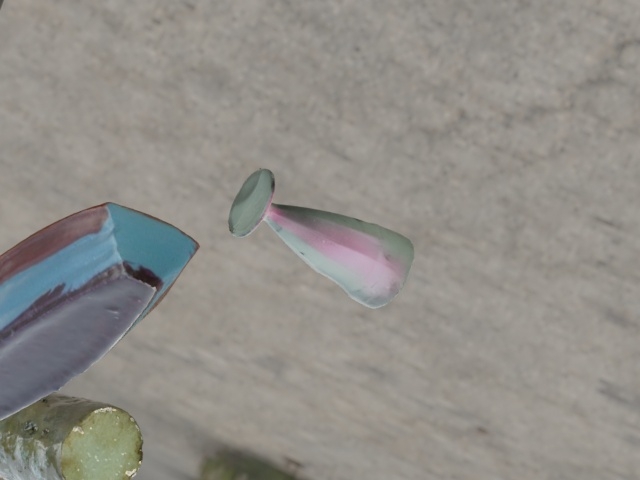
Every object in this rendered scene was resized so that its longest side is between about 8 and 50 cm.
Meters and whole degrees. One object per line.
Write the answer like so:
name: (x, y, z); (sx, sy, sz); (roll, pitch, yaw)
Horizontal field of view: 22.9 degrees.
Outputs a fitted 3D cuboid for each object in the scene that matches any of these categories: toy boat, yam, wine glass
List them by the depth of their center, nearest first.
toy boat: (-0.240, 0.078, 1.317); (0.136, 0.079, 0.392); (26, 142, -27)
wine glass: (0.000, 0.000, 1.359); (0.155, 0.073, 0.073); (25, 168, -30)
yam: (-0.279, 0.209, 1.628); (0.194, 0.107, 0.107); (5, 155, 47)

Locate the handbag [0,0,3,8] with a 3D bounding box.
handbag: (-0.288, -0.297, 1.230); (0.152, 0.288, 0.342); (3, 133, -14)
